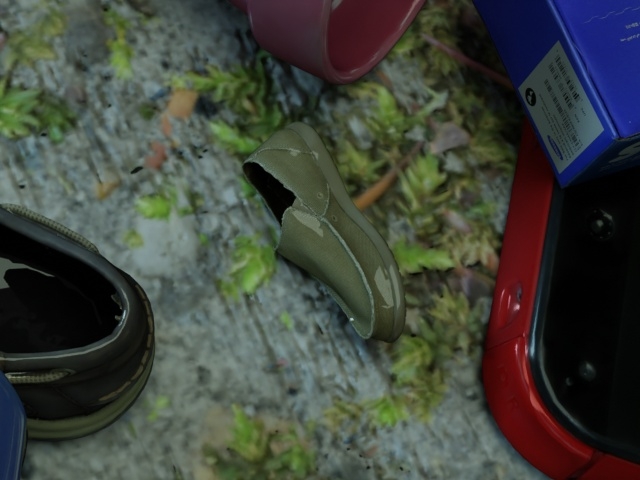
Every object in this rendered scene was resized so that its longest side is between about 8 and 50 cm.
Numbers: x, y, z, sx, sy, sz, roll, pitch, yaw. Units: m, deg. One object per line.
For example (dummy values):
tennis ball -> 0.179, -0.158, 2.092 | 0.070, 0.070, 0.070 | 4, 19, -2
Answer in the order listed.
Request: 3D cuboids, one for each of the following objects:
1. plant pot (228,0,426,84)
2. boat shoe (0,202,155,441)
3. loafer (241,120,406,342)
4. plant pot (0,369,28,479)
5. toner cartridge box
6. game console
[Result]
plant pot -> -0.022, -0.218, 0.860 | 0.180, 0.201, 0.201 | 28, 62, 14
boat shoe -> -0.249, 0.000, 0.726 | 0.355, 0.130, 0.132 | 13, 65, -11
loafer -> 0.000, 0.000, 0.844 | 0.050, 0.056, 0.148 | -21, 65, -22
plant pot -> -0.249, 0.150, 0.613 | 0.212, 0.236, 0.236 | 12, 65, -17
toner cartridge box -> 0.272, -0.159, 0.914 | 0.347, 0.075, 0.165 | -16, 76, -24
game console -> 0.287, 0.000, 0.931 | 0.341, 0.060, 0.387 | 19, 65, -12
